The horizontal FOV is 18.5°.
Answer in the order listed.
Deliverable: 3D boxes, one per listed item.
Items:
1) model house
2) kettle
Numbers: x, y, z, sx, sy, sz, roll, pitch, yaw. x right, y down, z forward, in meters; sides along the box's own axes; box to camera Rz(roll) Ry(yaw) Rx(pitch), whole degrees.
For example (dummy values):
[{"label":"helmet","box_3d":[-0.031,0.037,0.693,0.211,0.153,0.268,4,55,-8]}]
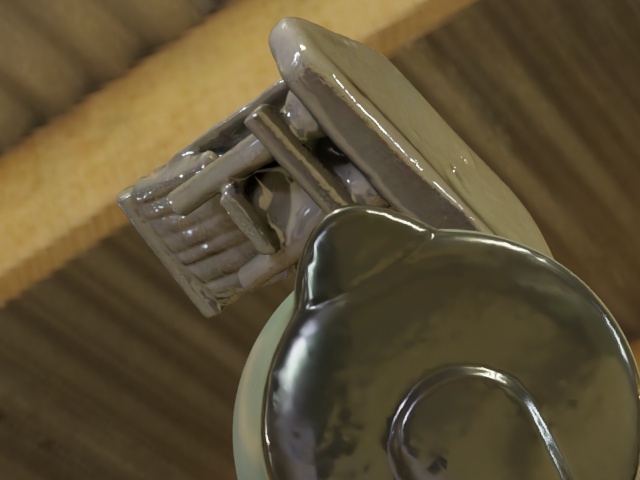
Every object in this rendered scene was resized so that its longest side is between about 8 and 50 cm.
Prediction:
[{"label":"model house","box_3d":[0.005,-0.007,1.041,0.188,0.122,0.229,-32,-66,31]},{"label":"kettle","box_3d":[0.059,0.098,0.768,0.161,0.221,0.236,-27,-7,-5]}]
